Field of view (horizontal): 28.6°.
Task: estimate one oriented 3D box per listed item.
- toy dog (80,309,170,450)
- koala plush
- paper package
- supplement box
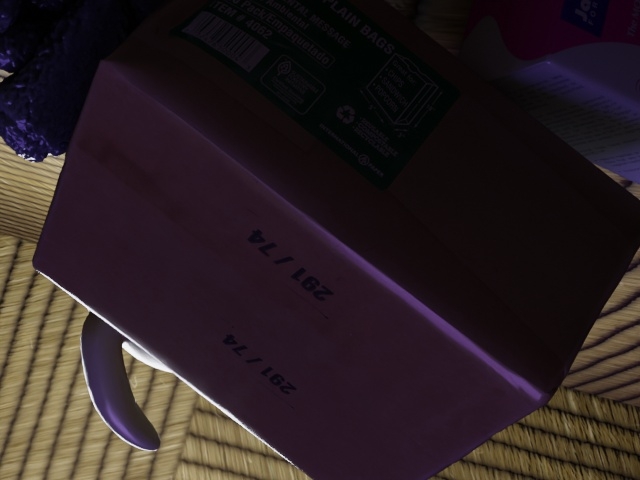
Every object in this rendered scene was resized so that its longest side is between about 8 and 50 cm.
[{"bbox_3d":[0.011,0.047,1.176,0.408,0.395,0.284,31,153,-26],"label":"toy dog"},{"bbox_3d":[-0.219,-0.200,0.858,0.221,0.203,0.196,25,154,43],"label":"koala plush"},{"bbox_3d":[0.000,0.000,0.843,0.325,0.168,0.309,38,147,-1],"label":"paper package"},{"bbox_3d":[0.211,-0.112,0.819,0.220,0.111,0.114,20,167,-23],"label":"supplement box"}]
